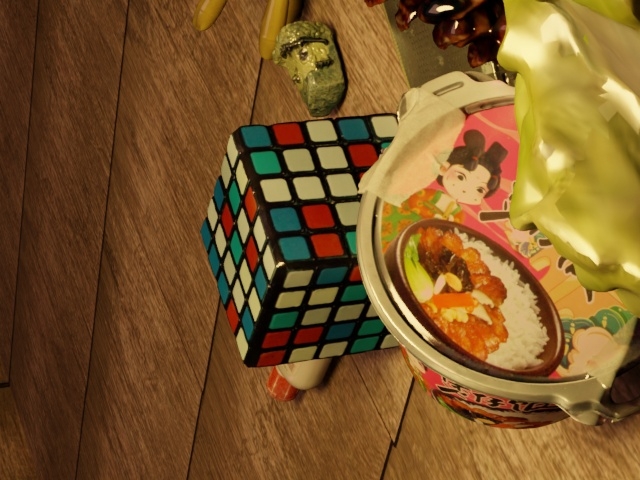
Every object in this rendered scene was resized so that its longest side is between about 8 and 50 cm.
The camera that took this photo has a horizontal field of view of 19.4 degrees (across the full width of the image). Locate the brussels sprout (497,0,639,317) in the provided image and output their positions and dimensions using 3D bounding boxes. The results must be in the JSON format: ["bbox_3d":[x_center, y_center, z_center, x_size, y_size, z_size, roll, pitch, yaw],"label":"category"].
[{"bbox_3d":[0.260,-0.165,0.968,0.361,0.342,0.425,-77,-5,-65],"label":"brussels sprout"}]

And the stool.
[{"bbox_3d":[-0.070,-0.281,2.061,0.134,0.135,0.110,55,140,34],"label":"stool"}]

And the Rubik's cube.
[{"bbox_3d":[0.000,0.000,1.881,0.182,0.187,0.184,112,143,-52],"label":"Rubik's cube"}]

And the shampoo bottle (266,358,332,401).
[{"bbox_3d":[-0.020,0.115,2.156,0.221,0.051,0.108,112,144,-53],"label":"shampoo bottle"}]

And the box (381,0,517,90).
[{"bbox_3d":[0.129,-0.140,1.635,0.211,0.045,0.270,-10,97,69],"label":"box"}]

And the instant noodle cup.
[{"bbox_3d":[0.154,0.034,1.446,0.181,0.258,0.302,91,164,-64],"label":"instant noodle cup"}]

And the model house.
[{"bbox_3d":[-0.011,-0.184,2.018,0.079,0.066,0.083,118,139,-59],"label":"model house"}]

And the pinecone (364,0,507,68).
[{"bbox_3d":[0.116,-0.248,1.425,0.272,0.224,0.224,51,172,-26],"label":"pinecone"}]
